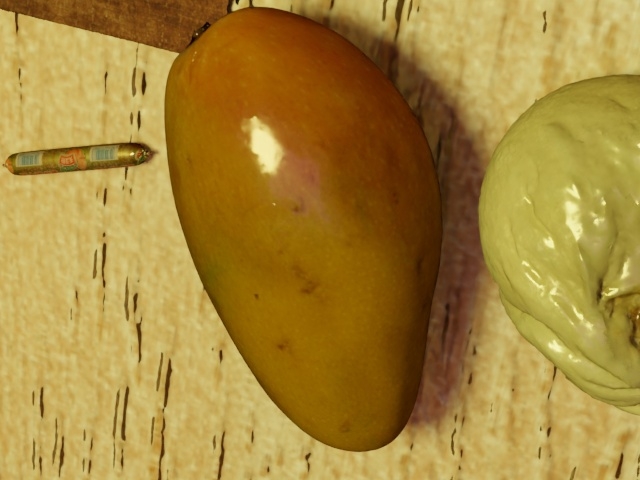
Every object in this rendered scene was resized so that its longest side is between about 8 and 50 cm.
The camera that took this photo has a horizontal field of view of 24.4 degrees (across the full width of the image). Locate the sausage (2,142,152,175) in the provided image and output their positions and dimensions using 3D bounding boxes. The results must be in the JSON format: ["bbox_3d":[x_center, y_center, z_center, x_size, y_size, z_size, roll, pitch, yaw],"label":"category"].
[{"bbox_3d":[-0.142,-0.047,0.859,0.100,0.015,0.015,-3,112,22],"label":"sausage"}]

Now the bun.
[{"bbox_3d":[0.161,0.010,0.713,0.164,0.111,0.188,-28,97,26],"label":"bun"}]

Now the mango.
[{"bbox_3d":[0.000,0.000,0.769,0.138,0.113,0.253,-6,113,24],"label":"mango"}]

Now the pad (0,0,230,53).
[{"bbox_3d":[-0.195,-0.237,0.770,0.323,0.055,0.250,7,117,-1],"label":"pad"}]
